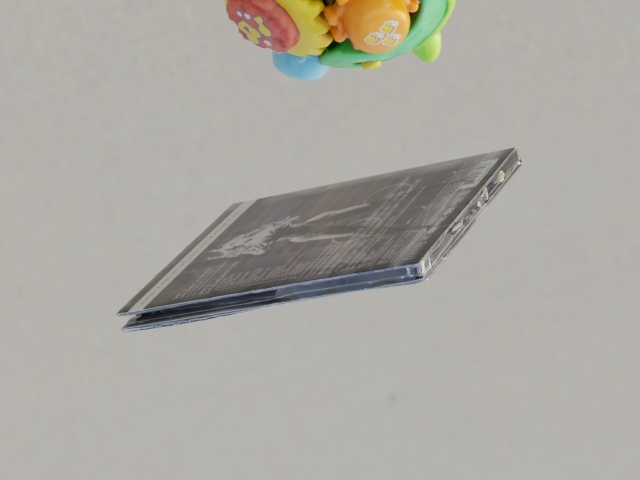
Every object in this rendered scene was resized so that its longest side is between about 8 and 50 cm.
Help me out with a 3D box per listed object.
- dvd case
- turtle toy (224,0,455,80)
[{"bbox_3d":[0.000,0.000,1.213,0.221,0.018,0.164,-10,-159,31],"label":"dvd case"},{"bbox_3d":[-0.012,-0.097,0.582,0.066,0.130,0.095,-53,-164,-22],"label":"turtle toy"}]
